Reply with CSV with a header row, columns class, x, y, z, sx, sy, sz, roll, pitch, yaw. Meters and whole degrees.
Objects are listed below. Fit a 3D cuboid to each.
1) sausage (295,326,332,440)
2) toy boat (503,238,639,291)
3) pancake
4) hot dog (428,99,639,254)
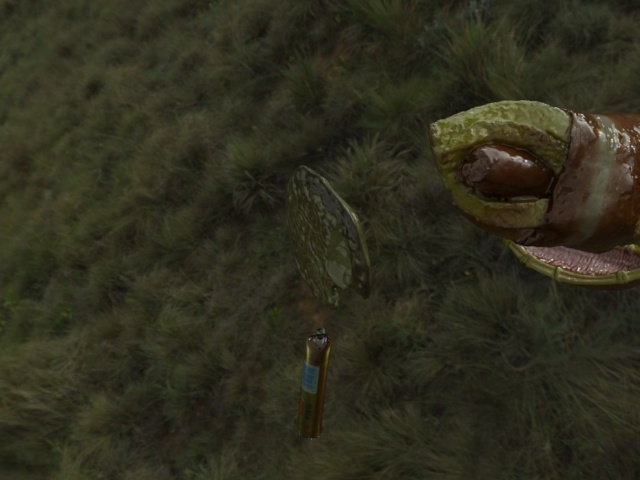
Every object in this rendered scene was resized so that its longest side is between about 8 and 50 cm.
class,x,y,z,sx,sy,sz,roll,pitch,yaw
sausage,-0.019,0.381,1.336,0.082,0.082,0.371,37,131,46
toy boat,0.476,0.028,0.919,0.141,0.099,0.318,-35,26,-21
pancake,0.000,0.000,0.710,0.235,0.029,0.211,-22,89,66
hot dog,0.217,-0.047,0.417,0.093,0.262,0.123,-129,43,-67
